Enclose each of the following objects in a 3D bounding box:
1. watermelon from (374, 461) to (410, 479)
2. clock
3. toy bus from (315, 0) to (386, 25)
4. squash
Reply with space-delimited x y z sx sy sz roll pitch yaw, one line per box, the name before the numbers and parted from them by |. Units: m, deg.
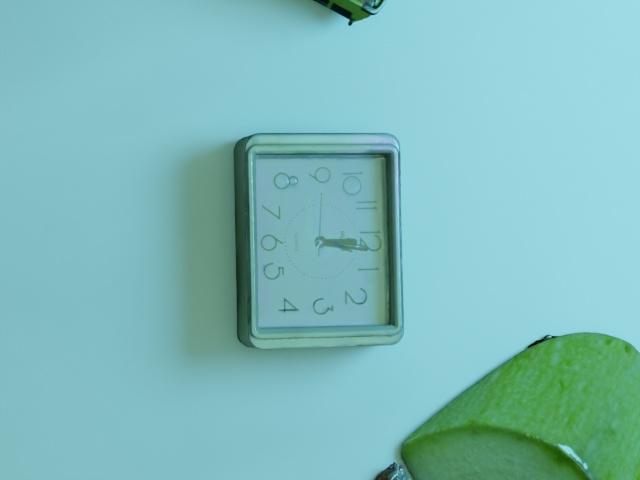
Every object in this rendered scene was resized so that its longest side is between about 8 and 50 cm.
watermelon | 0.041 0.296 1.494 0.098 0.121 0.158 42 36 -22
clock | 0.000 0.000 1.475 0.147 0.071 0.192 0 88 -11
toy bus | -0.012 -0.268 1.463 0.175 0.101 0.088 28 84 -5
squash | 0.227 0.212 1.545 0.204 0.155 0.237 -34 99 27
